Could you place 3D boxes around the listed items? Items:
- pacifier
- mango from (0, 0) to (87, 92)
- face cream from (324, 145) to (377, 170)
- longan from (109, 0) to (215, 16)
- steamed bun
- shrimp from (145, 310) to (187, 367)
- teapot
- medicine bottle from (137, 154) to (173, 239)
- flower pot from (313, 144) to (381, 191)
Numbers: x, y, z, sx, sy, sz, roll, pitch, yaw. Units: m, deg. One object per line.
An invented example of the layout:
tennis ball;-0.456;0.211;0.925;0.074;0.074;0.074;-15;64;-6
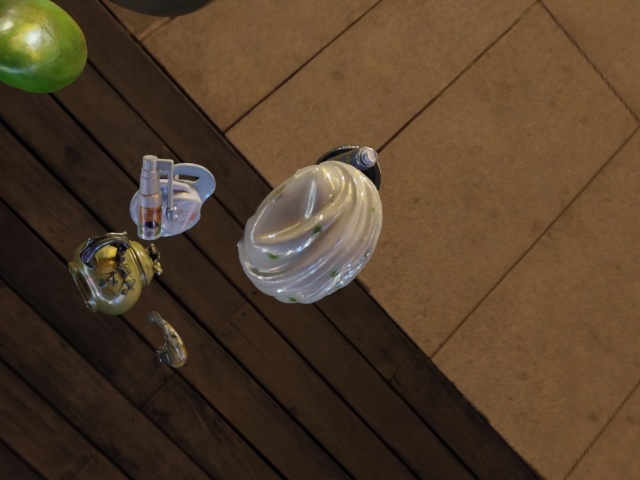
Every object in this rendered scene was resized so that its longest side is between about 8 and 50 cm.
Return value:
pacifier;-0.455;-0.144;1.656;0.238;0.287;0.226;3;42;-35
mango;-0.673;-0.453;1.295;0.201;0.382;0.225;-31;116;10
face cream;0.099;-0.254;1.815;0.073;0.283;0.073;1;88;-25
longan;-0.233;-0.461;0.791;0.300;0.300;0.243;-17;61;-15
steamed bun;0.000;0.000;0.649;0.182;0.183;0.106;-34;60;-15
shrimp;-0.381;0.240;1.360;0.051;0.217;0.150;-29;91;-32
teapot;-0.434;0.058;1.207;0.182;0.269;0.173;-26;65;-27
medicine bottle;-0.423;-0.107;1.433;0.092;0.061;0.221;6;119;-8
flower pot;0.107;-0.194;2.015;0.268;0.166;0.269;-6;74;20
